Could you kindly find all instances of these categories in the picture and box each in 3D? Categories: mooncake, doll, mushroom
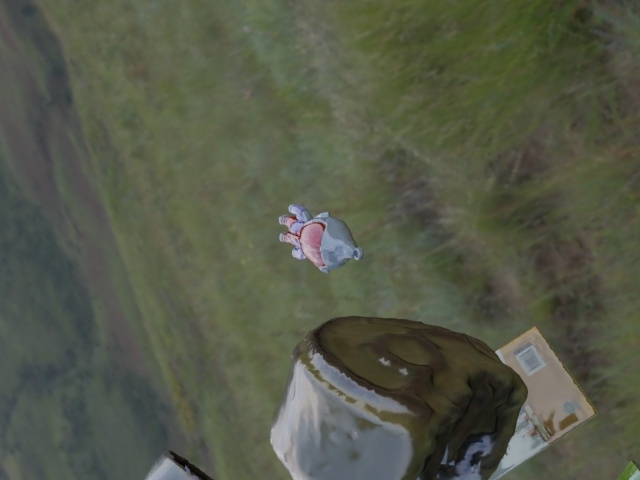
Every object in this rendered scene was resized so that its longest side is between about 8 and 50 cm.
[{"bbox_3d":[0.128,0.271,1.738,0.394,0.393,0.246,-105,33,-71],"label":"mooncake"},{"bbox_3d":[0.000,0.000,1.899,0.227,0.075,0.102,15,114,53],"label":"doll"},{"bbox_3d":[-0.154,0.332,1.401,0.141,0.117,0.188,48,-178,32],"label":"mushroom"}]

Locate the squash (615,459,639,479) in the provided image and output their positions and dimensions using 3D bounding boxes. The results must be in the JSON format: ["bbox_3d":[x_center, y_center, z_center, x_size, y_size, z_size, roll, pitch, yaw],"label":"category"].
[{"bbox_3d":[0.401,0.371,1.531,0.105,0.132,0.105,47,-176,-4],"label":"squash"}]

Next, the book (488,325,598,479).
[{"bbox_3d":[0.353,0.328,2.233,0.208,0.295,0.020,57,179,15],"label":"book"}]

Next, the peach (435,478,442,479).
[{"bbox_3d":[0.190,0.454,2.157,0.152,0.152,0.152,55,163,26],"label":"peach"}]
